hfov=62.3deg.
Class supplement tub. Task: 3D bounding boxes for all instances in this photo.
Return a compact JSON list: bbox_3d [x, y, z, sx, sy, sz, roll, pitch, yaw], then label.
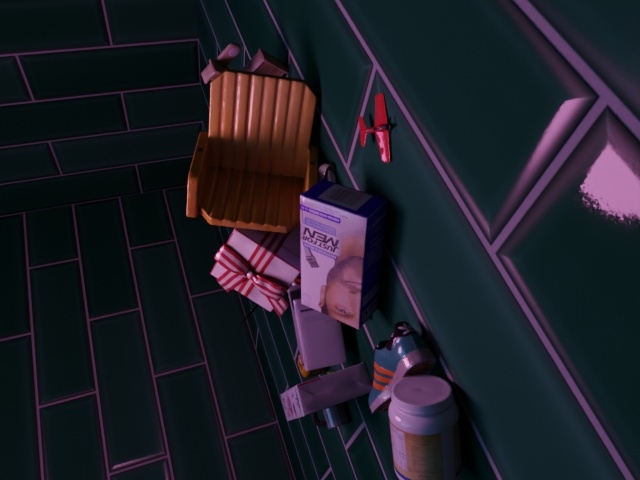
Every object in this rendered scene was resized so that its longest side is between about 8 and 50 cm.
[{"bbox_3d":[0.218,0.398,1.104,0.144,0.145,0.199,-150,51,-67],"label":"supplement tub"}]

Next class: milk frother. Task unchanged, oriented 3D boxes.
[{"bbox_3d":[0.041,0.591,1.886,0.143,0.129,0.134,14,-124,-61],"label":"milk frother"}]

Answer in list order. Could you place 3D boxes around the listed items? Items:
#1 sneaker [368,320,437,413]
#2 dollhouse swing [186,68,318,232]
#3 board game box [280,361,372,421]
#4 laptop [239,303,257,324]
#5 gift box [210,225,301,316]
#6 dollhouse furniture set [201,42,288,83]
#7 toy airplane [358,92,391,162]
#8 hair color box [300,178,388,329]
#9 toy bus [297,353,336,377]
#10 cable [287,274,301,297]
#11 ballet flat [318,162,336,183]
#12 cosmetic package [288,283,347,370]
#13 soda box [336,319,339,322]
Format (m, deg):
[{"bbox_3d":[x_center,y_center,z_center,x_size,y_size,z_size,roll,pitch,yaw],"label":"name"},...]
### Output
[{"bbox_3d":[0.176,0.303,1.251,0.302,0.108,0.121,110,145,-46],"label":"sneaker"},{"bbox_3d":[-0.172,-0.246,1.456,0.304,0.347,0.315,104,170,-47],"label":"dollhouse swing"},{"bbox_3d":[0.010,0.481,1.665,0.303,0.224,0.097,120,134,-64],"label":"board game box"},{"bbox_3d":[-0.247,0.100,2.185,0.382,0.237,0.407,132,124,-68],"label":"laptop"},{"bbox_3d":[-0.163,0.058,1.615,0.276,0.255,0.258,-61,0,40],"label":"gift box"},{"bbox_3d":[-0.161,-0.398,1.632,0.174,0.303,0.355,-38,61,28],"label":"dollhouse furniture set"},{"bbox_3d":[0.120,-0.248,1.172,0.151,0.028,0.151,170,90,-72],"label":"toy airplane"},{"bbox_3d":[0.052,0.038,1.313,0.185,0.110,0.338,21,131,27],"label":"hair color box"},{"bbox_3d":[-0.028,0.428,1.942,0.191,0.105,0.202,-155,54,-68],"label":"toy bus"},{"bbox_3d":[-0.117,0.125,1.848,0.287,0.139,0.072,43,149,3],"label":"cable"},{"bbox_3d":[0.025,-0.134,1.498,0.052,0.057,0.168,7,109,61],"label":"ballet flat"},{"bbox_3d":[-0.013,0.262,1.686,0.224,0.138,0.224,-141,43,-79],"label":"cosmetic package"},{"bbox_3d":[0.050,0.141,1.499,0.060,0.054,0.168,109,145,-59],"label":"soda box"}]
